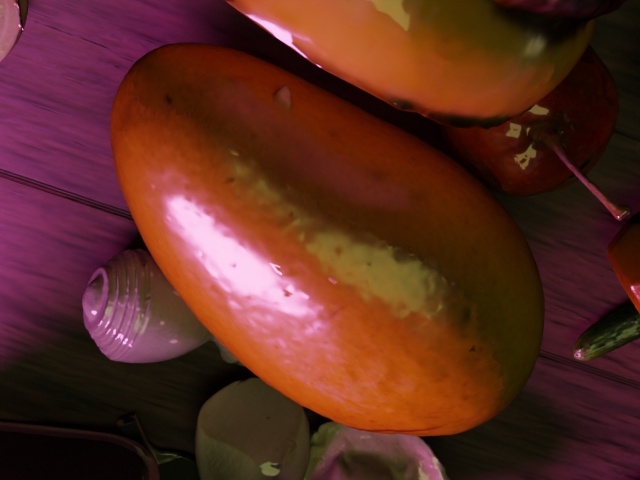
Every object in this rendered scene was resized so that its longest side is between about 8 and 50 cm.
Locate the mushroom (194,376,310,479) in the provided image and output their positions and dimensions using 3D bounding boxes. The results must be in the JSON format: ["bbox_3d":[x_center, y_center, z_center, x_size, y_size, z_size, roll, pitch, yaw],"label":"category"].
[{"bbox_3d":[-0.073,0.239,1.737,0.116,0.093,0.225,8,130,-1],"label":"mushroom"}]

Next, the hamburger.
[{"bbox_3d":[0.072,-0.297,1.239,0.395,0.396,0.277,24,118,-21],"label":"hamburger"}]

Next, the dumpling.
[{"bbox_3d":[0.065,0.258,1.745,0.181,0.111,0.155,25,121,-26],"label":"dumpling"}]

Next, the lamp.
[{"bbox_3d":[-0.130,0.072,1.616,0.193,0.106,0.106,16,120,-28],"label":"lamp"}]

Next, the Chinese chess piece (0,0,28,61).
[{"bbox_3d":[-0.313,-0.198,1.438,0.144,0.058,0.144,-4,123,-6],"label":"Chinese chess piece"}]

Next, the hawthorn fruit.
[{"bbox_3d":[0.180,-0.087,1.436,0.165,0.285,0.165,-1,113,-2],"label":"hawthorn fruit"}]

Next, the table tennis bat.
[{"bbox_3d":[-0.166,0.235,1.762,0.095,0.014,0.158,-18,125,5],"label":"table tennis bat"}]

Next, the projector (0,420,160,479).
[{"bbox_3d":[-0.290,0.346,1.672,0.248,0.248,0.249,6,122,-5],"label":"projector"}]

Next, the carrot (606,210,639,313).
[{"bbox_3d":[0.413,-0.027,1.609,0.301,0.114,0.114,-27,122,8],"label":"carrot"}]

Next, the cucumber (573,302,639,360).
[{"bbox_3d":[0.315,0.075,1.705,0.155,0.037,0.037,-26,122,10],"label":"cucumber"}]

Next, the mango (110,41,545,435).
[{"bbox_3d":[0.000,0.000,1.486,0.445,0.221,0.301,41,148,-27],"label":"mango"}]
